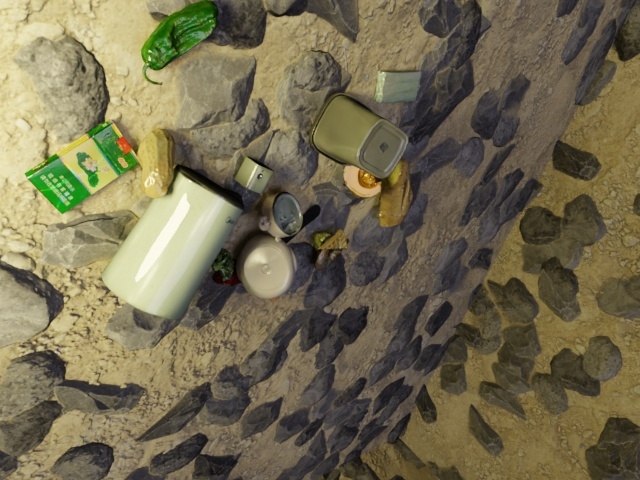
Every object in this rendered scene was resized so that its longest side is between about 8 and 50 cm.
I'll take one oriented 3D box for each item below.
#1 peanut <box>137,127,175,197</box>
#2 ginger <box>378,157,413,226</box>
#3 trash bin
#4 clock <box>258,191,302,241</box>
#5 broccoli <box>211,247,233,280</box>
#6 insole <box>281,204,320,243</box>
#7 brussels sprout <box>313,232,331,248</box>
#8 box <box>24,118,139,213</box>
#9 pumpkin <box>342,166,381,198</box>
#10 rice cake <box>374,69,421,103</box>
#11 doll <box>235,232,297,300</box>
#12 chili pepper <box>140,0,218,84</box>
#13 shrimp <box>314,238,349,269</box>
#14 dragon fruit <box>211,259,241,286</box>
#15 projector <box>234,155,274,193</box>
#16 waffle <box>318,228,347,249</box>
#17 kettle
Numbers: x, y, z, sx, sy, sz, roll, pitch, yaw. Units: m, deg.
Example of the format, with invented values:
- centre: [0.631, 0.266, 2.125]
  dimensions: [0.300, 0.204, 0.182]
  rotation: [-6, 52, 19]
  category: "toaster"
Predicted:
- centre: [-0.421, -0.200, 1.256]
  dimensions: [0.093, 0.194, 0.083]
  rotation: [11, 158, -26]
  category: "peanut"
- centre: [0.310, -0.200, 2.009]
  dimensions: [0.190, 0.126, 0.354]
  rotation: [-28, 138, -19]
  category: "ginger"
- centre: [0.130, -0.332, 1.591]
  dimensions: [0.219, 0.250, 0.219]
  rotation: [20, 104, -39]
  category: "trash bin"
- centre: [-0.124, -0.084, 1.652]
  dimensions: [0.229, 0.063, 0.155]
  rotation: [-28, 102, -51]
  category: "clock"
- centre: [-0.330, 0.079, 1.624]
  dimensions: [0.092, 0.095, 0.097]
  rotation: [-27, 145, -46]
  category: "broccoli"
- centre: [-0.097, -0.048, 1.822]
  dimensions: [0.253, 0.005, 0.086]
  rotation: [-38, 141, -16]
  category: "insole"
- centre: [0.000, 0.000, 1.918]
  dimensions: [0.085, 0.058, 0.085]
  rotation: [-46, 154, -31]
  category: "brussels sprout"
- centre: [-0.579, -0.181, 1.207]
  dimensions: [0.235, 0.034, 0.132]
  rotation: [-39, 141, -16]
  category: "box"
- centre: [0.148, -0.303, 1.803]
  dimensions: [0.163, 0.111, 0.278]
  rotation: [-1, 114, -23]
  category: "pumpkin"
- centre: [0.284, -0.557, 1.767]
  dimensions: [0.211, 0.038, 0.124]
  rotation: [-20, 132, -34]
  category: "rice cake"
- centre: [-0.184, 0.096, 1.728]
  dimensions: [0.221, 0.221, 0.250]
  rotation: [-17, 99, -36]
  category: "doll"
- centre: [-0.338, -0.487, 1.170]
  dimensions: [0.257, 0.074, 0.100]
  rotation: [-43, 141, -12]
  category: "chili pepper"
- centre: [0.045, 0.047, 1.979]
  dimensions: [0.187, 0.052, 0.132]
  rotation: [-46, 163, -23]
  category: "shrimp"
- centre: [-0.300, 0.129, 1.713]
  dimensions: [0.097, 0.063, 0.131]
  rotation: [-54, 142, 5]
  category: "dragon fruit"
- centre: [-0.206, -0.203, 1.523]
  dimensions: [0.083, 0.083, 0.082]
  rotation: [16, 107, -51]
  category: "projector"
- centre: [0.051, 0.029, 1.915]
  dimensions: [0.153, 0.023, 0.097]
  rotation: [-41, 129, -39]
  category: "waffle"
- centre: [-0.383, 0.004, 1.419]
  dimensions: [0.376, 0.250, 0.361]
  rotation: [-57, 162, 4]
  category: "kettle"
